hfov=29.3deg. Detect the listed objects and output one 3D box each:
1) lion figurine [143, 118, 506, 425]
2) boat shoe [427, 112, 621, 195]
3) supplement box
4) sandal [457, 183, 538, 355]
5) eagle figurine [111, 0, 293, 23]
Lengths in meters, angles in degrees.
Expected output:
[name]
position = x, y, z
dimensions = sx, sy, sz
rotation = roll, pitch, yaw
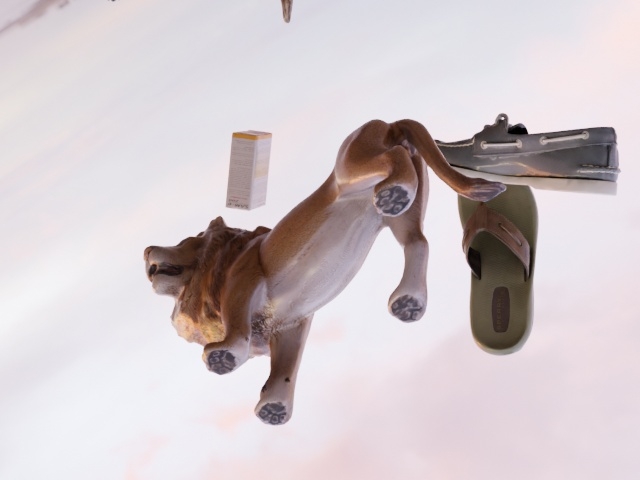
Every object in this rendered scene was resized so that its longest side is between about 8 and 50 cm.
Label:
[lion figurine]
position = 0.000, 0.000, 1.076
dimensions = 0.392, 0.142, 0.240
rotation = -35, -153, 26
[boat shoe]
position = 0.275, -0.127, 1.722
dimensions = 0.319, 0.099, 0.116
rotation = 12, -173, 41
[supplement box]
position = -0.093, -0.091, 1.586
dimensions = 0.036, 0.098, 0.062
rotation = 9, -170, 16
[sandal]
position = 0.263, 0.017, 1.810
dimensions = 0.120, 0.302, 0.086
rotation = -9, 166, 20
[eagle figurine]
position = -0.156, -0.401, 1.447
dimensions = 0.298, 0.226, 0.225
rotation = -1, 142, -41
